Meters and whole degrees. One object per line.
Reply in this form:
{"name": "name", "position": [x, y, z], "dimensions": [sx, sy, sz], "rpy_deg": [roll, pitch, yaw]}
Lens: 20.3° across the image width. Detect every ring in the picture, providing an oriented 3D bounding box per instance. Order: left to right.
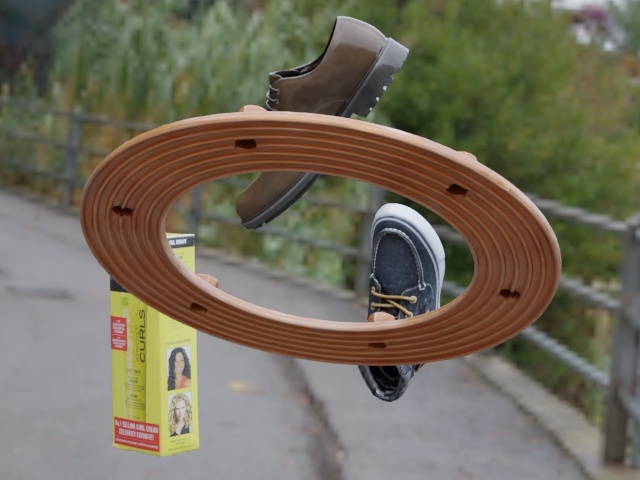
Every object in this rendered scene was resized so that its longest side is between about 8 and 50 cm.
{"name": "ring", "position": [0.000, 0.000, 1.246], "dimensions": [0.336, 0.032, 0.336], "rpy_deg": [7, -30, 4]}

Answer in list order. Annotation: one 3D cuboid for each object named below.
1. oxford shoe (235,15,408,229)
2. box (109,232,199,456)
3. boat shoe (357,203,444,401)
{"name": "oxford shoe", "position": [-0.021, -0.112, 1.663], "dimensions": [0.096, 0.227, 0.083], "rpy_deg": [33, 13, -10]}
{"name": "box", "position": [-0.178, 0.107, 1.894], "dimensions": [0.087, 0.232, 0.058], "rpy_deg": [5, 8, 43]}
{"name": "boat shoe", "position": [0.068, 0.059, 1.571], "dimensions": [0.065, 0.183, 0.083], "rpy_deg": [12, 46, 24]}
